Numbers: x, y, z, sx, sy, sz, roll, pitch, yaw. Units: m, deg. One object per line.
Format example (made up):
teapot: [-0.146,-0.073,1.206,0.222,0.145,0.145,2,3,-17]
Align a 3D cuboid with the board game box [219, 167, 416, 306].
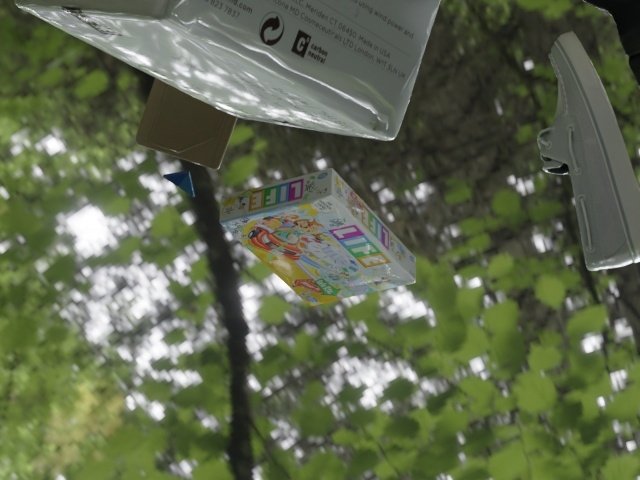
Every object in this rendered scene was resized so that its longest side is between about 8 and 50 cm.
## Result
board game box: [0.000,0.000,1.316,0.103,0.154,0.026,-14,-125,25]

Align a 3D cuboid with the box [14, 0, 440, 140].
box: [-0.030,-0.167,0.818,0.119,0.181,0.182,13,-97,43]

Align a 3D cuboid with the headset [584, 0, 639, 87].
headset: [0.208,-0.198,0.911,0.185,0.394,0.243,-13,-170,44]

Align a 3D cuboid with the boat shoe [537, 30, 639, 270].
boat shoe: [0.195,-0.065,1.187,0.063,0.066,0.184,-19,-100,11]

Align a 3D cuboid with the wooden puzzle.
wooden puzzle: [-0.106,-0.099,1.285,0.116,0.078,0.014,-61,-172,20]
